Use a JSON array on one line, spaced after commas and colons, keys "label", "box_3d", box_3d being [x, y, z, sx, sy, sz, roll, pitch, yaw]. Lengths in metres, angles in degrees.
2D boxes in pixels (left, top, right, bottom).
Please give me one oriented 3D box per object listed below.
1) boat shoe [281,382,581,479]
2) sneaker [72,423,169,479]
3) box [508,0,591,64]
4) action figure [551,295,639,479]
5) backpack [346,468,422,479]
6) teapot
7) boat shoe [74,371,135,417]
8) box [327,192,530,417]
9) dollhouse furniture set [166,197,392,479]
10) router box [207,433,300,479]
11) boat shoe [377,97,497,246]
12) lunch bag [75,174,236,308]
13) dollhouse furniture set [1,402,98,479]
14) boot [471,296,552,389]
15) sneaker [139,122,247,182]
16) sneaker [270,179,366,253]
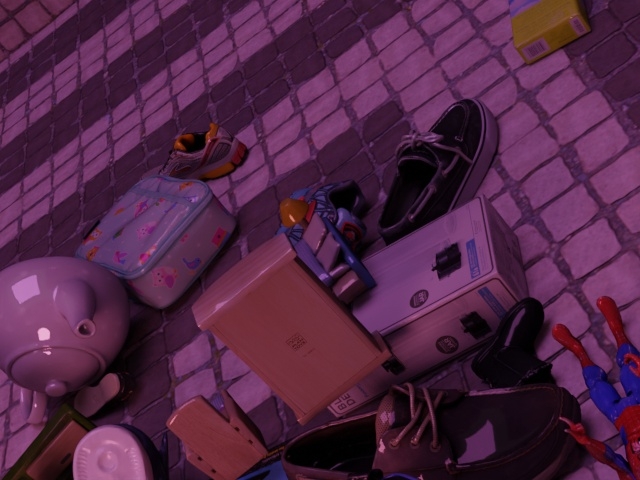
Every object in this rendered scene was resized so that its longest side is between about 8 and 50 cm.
[{"label": "boat shoe", "box_3d": [0.106, 0.228, 1.410, 0.355, 0.130, 0.132, -25, 34, 27]}, {"label": "sneaker", "box_3d": [-0.236, 0.391, 1.638, 0.130, 0.236, 0.322, -8, 76, -2]}, {"label": "box", "box_3d": [0.340, -0.348, 1.966, 0.109, 0.042, 0.178, -27, 33, 23]}, {"label": "action figure", "box_3d": [0.289, 0.144, 1.308, 0.091, 0.139, 0.280, -36, 33, 14]}, {"label": "backpack", "box_3d": [0.078, 0.371, 1.184, 0.263, 0.213, 0.276, -44, 23, -19]}, {"label": "teapot", "box_3d": [-0.414, 0.159, 2.039, 0.253, 0.256, 0.187, -16, 57, 12]}, {"label": "boat shoe", "box_3d": [-0.332, 0.238, 2.006, 0.133, 0.042, 0.049, -33, 65, 39]}, {"label": "box", "box_3d": [0.111, 0.083, 1.635, 0.290, 0.087, 0.169, -30, 32, 21]}, {"label": "dollhouse furniture set", "box_3d": [-0.099, 0.076, 1.603, 0.286, 0.198, 0.303, -39, 30, 6]}, {"label": "router box", "box_3d": [-0.085, 0.329, 1.588, 0.179, 0.046, 0.133, -30, 33, 21]}, {"label": "boat shoe", "box_3d": [0.152, -0.102, 1.807, 0.113, 0.105, 0.306, -7, 45, 45]}, {"label": "lunch bag", "box_3d": [-0.276, -0.009, 2.187, 0.224, 0.108, 0.279, -52, 31, -16]}, {"label": "dollhouse furniture set", "box_3d": [-0.415, 0.279, 1.782, 0.151, 0.301, 0.197, -48, 28, -5]}, {"label": "boot", "box_3d": [0.229, 0.130, 1.479, 0.121, 0.045, 0.099, -50, 28, 1]}, {"label": "sneaker", "box_3d": [-0.240, -0.149, 2.341, 0.225, 0.092, 0.088, -24, 35, 30]}, {"label": "sneaker", "box_3d": [0.000, 0.000, 1.858, 0.125, 0.104, 0.261, -21, 36, 29]}]
